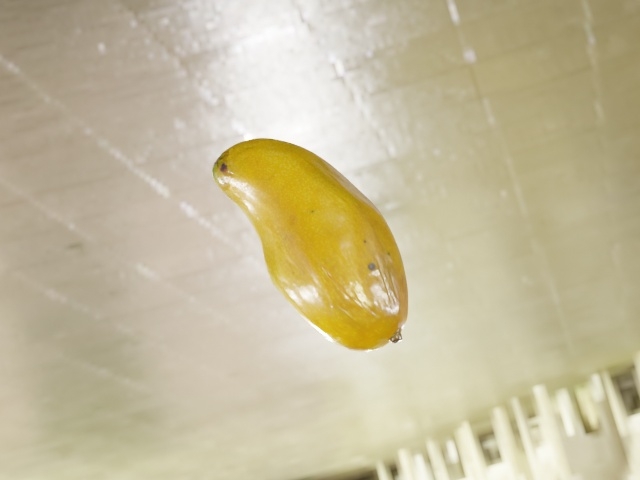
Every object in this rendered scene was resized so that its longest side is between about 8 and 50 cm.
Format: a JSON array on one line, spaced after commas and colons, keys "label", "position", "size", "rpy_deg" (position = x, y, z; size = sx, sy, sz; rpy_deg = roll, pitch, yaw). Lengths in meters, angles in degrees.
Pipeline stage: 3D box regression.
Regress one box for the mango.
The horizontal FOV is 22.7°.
[{"label": "mango", "position": [0.000, 0.000, 1.164], "size": [0.098, 0.190, 0.075], "rpy_deg": [-30, 163, -23]}]
